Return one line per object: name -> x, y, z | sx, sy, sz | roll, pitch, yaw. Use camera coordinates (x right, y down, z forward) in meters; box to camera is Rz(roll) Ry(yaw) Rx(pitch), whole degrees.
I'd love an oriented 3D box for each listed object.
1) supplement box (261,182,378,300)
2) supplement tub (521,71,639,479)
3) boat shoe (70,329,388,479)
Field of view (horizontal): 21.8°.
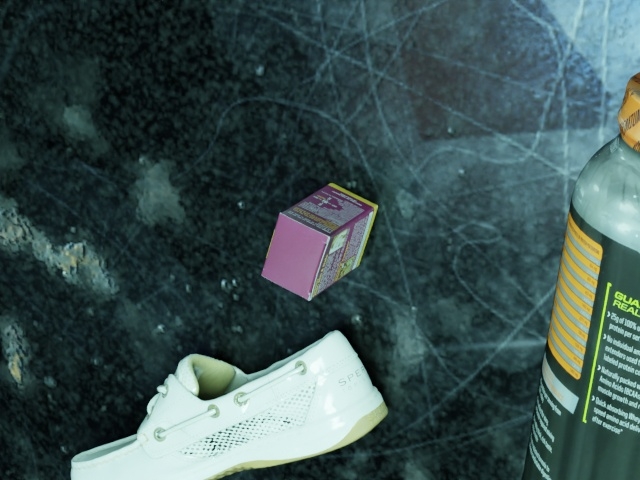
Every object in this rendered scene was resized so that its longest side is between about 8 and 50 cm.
supplement box -> 0.000, 0.000, 1.198 | 0.043, 0.083, 0.055 | 27, 117, 17
supplement tub -> 0.237, 0.063, 1.029 | 0.193, 0.193, 0.316 | 17, 115, 22
boat shoe -> -0.085, 0.132, 1.287 | 0.277, 0.098, 0.096 | -19, 97, 22
